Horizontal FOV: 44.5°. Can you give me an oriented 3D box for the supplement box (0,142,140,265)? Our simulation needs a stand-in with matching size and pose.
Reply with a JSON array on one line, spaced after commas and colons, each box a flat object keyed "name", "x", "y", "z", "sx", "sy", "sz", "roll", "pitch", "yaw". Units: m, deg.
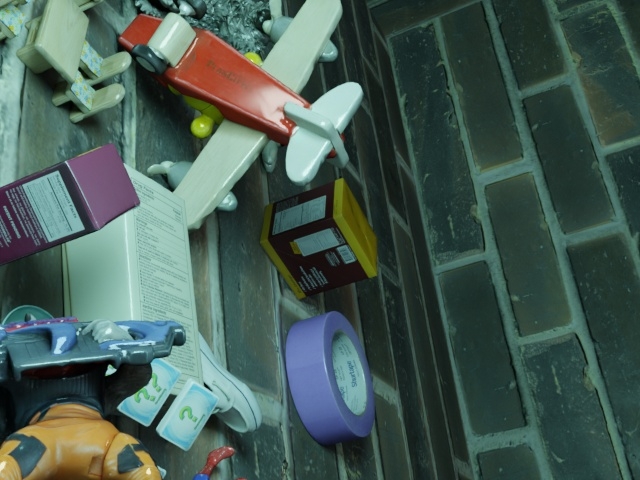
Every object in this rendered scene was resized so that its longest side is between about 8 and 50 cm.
[{"name": "supplement box", "x": -0.314, "y": -0.034, "z": 0.875, "sx": 0.080, "sy": 0.188, "sz": 0.104, "roll": 68, "pitch": 19, "yaw": -12}]

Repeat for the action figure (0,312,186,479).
[{"name": "action figure", "x": -0.286, "y": 0.183, "z": 0.712, "sx": 0.330, "sy": 0.342, "sz": 0.178, "roll": -123, "pitch": -140, "yaw": -55}]

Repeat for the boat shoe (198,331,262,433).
[{"name": "boat shoe", "x": -0.179, "y": 0.233, "z": 1.214, "sx": 0.226, "sy": 0.083, "sz": 0.075, "roll": 53, "pitch": 36, "yaw": -19}]

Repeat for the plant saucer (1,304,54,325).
[{"name": "plant saucer", "x": -0.339, "y": 0.136, "z": 0.913, "sx": 0.119, "sy": 0.021, "sz": 0.119, "roll": 53, "pitch": 27, "yaw": -43}]

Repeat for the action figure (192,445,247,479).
[{"name": "action figure", "x": -0.142, "y": 0.385, "z": 1.076, "sx": 0.091, "sy": 0.139, "sz": 0.280, "roll": 67, "pitch": 22, "yaw": -12}]

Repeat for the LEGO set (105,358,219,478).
[{"name": "LEGO set", "x": -0.236, "y": 0.245, "z": 0.888, "sx": 0.182, "sy": 0.060, "sz": 0.244, "roll": 43, "pitch": 71, "yaw": -32}]

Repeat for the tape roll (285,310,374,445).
[{"name": "tape roll", "x": 0.025, "y": 0.296, "z": 1.687, "sx": 0.274, "sy": 0.090, "sz": 0.274, "roll": 54, "pitch": 26, "yaw": -41}]

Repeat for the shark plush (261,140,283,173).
[{"name": "shark plush", "x": -0.128, "y": -0.221, "z": 1.828, "sx": 0.161, "sy": 0.073, "sz": 0.067, "roll": -117, "pitch": -164, "yaw": -54}]

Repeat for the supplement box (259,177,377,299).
[{"name": "supplement box", "x": 0.000, "y": 0.000, "z": 1.716, "sx": 0.129, "sy": 0.194, "sz": 0.191, "roll": -85, "pitch": 151, "yaw": -49}]

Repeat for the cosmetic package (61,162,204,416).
[{"name": "cosmetic package", "x": -0.256, "y": 0.072, "z": 1.063, "sx": 0.160, "sy": 0.113, "sz": 0.309, "roll": 37, "pitch": 39, "yaw": -60}]

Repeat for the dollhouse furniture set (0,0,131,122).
[{"name": "dollhouse furniture set", "x": -0.340, "y": -0.336, "z": 1.116, "sx": 0.212, "sy": 0.161, "sz": 0.242, "roll": 52, "pitch": 27, "yaw": -46}]

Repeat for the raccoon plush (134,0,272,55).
[{"name": "raccoon plush", "x": -0.264, "y": -0.473, "z": 1.552, "sx": 0.299, "sy": 0.216, "sz": 0.446, "roll": 50, "pitch": -4, "yaw": -20}]

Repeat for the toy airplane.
[{"name": "toy airplane", "x": -0.116, "y": -0.226, "z": 1.324, "sx": 0.272, "sy": 0.386, "sz": 0.384, "roll": 112, "pitch": -36, "yaw": -77}]
